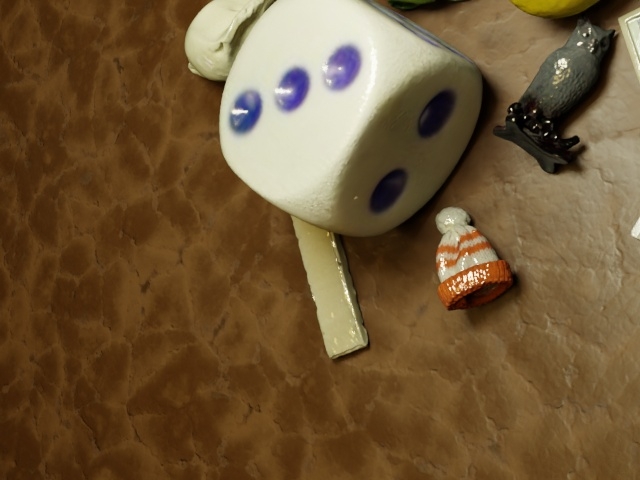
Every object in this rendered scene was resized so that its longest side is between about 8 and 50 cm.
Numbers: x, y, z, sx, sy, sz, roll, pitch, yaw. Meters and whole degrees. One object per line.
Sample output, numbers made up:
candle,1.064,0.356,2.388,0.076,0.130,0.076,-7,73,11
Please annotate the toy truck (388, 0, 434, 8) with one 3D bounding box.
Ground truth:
toy truck,0.148,-0.446,1.398,0.187,0.210,0.148,0,86,19

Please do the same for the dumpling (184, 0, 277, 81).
dumpling,-0.156,-0.374,1.652,0.179,0.131,0.252,-54,12,-21

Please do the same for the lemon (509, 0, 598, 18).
lemon,0.340,-0.400,1.257,0.207,0.170,0.170,-43,63,25

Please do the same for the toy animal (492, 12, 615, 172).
toy animal,0.342,-0.213,1.312,0.210,0.121,0.117,-58,10,-1

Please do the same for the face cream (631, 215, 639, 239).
face cream,0.511,-0.006,1.172,0.224,0.070,0.114,41,110,45

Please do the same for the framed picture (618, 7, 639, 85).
framed picture,0.495,-0.239,1.222,0.150,0.015,0.203,-22,73,34

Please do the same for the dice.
dice,0.046,-0.195,1.375,0.277,0.304,0.304,41,110,32

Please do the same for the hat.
hat,0.211,0.017,1.370,0.112,0.093,0.162,-21,65,7

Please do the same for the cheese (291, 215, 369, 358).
cheese,-0.003,0.000,1.564,0.085,0.034,0.400,-23,72,31
